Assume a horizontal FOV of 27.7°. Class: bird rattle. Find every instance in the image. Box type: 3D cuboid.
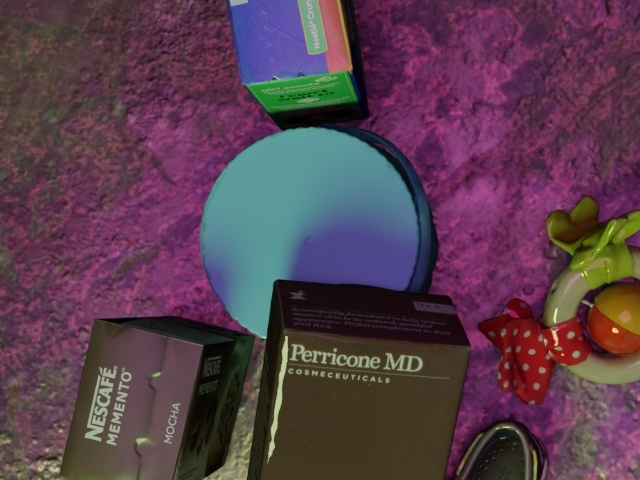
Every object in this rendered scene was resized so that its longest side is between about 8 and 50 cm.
[{"bbox_3d":[0.312,0.084,1.461,0.207,0.143,0.253,24,93,-9],"label":"bird rattle"}]

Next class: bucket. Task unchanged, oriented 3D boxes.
[{"bbox_3d":[0.000,0.000,1.469,0.281,0.183,0.281,0,89,7],"label":"bucket"}]

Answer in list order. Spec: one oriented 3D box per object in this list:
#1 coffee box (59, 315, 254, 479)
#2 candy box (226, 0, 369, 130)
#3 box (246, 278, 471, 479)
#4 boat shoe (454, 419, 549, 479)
[{"bbox_3d":[-0.169,0.174,1.423,0.119,0.297,0.168,13,88,7],"label":"coffee box"},{"bbox_3d":[-0.030,-0.276,1.419,0.122,0.317,0.268,-10,86,6],"label":"candy box"},{"bbox_3d":[0.024,0.244,1.349,0.191,0.143,0.381,5,108,-7],"label":"box"},{"bbox_3d":[0.166,0.354,1.441,0.117,0.097,0.324,18,78,22],"label":"boat shoe"}]
